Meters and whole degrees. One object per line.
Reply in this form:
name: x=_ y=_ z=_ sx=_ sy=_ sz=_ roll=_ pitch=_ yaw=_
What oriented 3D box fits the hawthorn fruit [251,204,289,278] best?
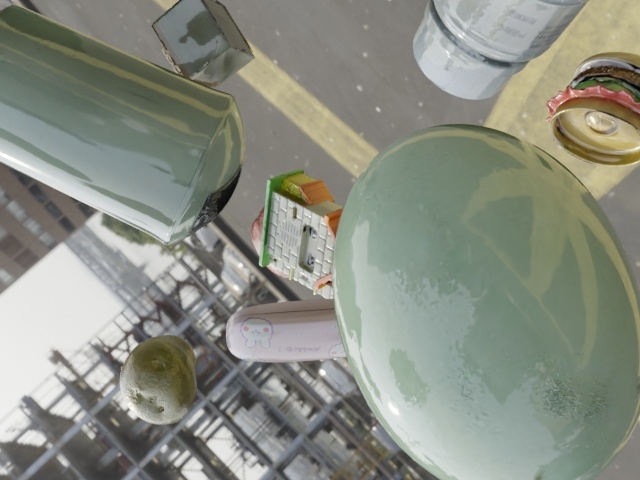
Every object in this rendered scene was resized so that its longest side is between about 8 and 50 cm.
hawthorn fruit: x=-0.084 y=-0.017 z=1.719 sx=0.253 sy=0.205 sz=0.205 roll=28 pitch=158 yaw=34

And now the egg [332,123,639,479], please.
egg: x=0.111 y=0.039 z=0.475 sx=0.203 sy=0.203 sz=0.283 roll=64 pitch=-172 yaw=-50

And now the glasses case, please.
glasses case: x=-0.017 y=0.159 z=1.186 sx=0.075 sy=0.296 sz=0.113 roll=-98 pitch=7 yaw=-45

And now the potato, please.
potato: x=-0.296 y=0.249 z=1.270 sx=0.157 sy=0.157 sz=0.194 roll=50 pitch=-163 yaw=-17

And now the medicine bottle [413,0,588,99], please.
medicine bottle: x=0.313 y=-0.420 z=1.181 sx=0.245 sy=0.245 sz=0.306 roll=44 pitch=147 yaw=7

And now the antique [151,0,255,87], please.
antique: x=-0.248 y=-0.414 z=1.414 sx=0.147 sy=0.148 sz=0.152 roll=60 pitch=-163 yaw=3

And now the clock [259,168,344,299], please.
clock: x=0.000 y=0.000 z=1.445 sx=0.255 sy=0.106 sz=0.220 roll=29 pitch=125 yaw=32

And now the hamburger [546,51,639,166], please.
hamburger: x=0.441 y=-0.204 z=1.013 sx=0.175 sy=0.137 sz=0.175 roll=28 pitch=165 yaw=8

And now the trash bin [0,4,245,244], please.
trash bin: x=-0.339 y=-0.180 z=1.123 sx=0.432 sy=0.280 sz=0.280 roll=24 pitch=169 yaw=-12
